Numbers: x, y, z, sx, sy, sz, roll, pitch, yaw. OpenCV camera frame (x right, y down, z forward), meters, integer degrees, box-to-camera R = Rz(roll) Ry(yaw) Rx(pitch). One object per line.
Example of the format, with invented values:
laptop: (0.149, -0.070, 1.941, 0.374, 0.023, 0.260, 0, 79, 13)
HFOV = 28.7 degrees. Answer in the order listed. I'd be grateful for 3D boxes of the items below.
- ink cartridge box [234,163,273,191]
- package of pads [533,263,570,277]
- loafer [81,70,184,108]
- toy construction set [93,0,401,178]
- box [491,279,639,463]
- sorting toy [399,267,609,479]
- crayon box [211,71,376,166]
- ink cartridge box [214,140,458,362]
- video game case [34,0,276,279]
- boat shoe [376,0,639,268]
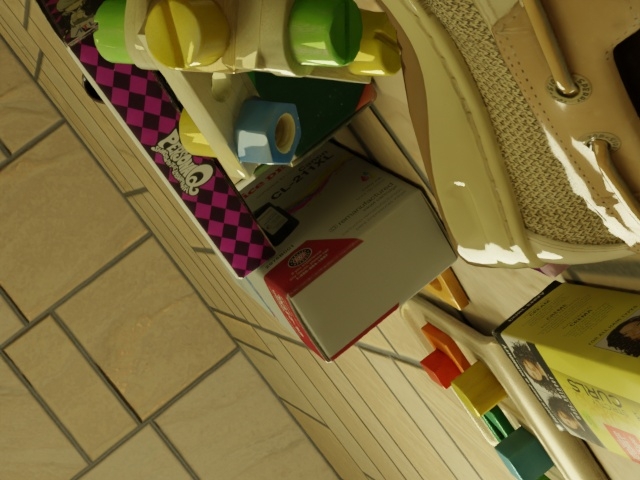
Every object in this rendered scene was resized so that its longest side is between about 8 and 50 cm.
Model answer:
ink cartridge box: (-0.055, -0.068, 1.173, 0.235, 0.056, 0.171, 51, 169, -6)
package of pads: (0.110, -0.022, 0.696, 0.083, 0.032, 0.050, 56, 171, -21)
loafer: (-0.157, -0.149, 1.160, 0.302, 0.095, 0.109, -160, 54, -72)
toy construction set: (-0.059, -0.152, 0.460, 0.151, 0.215, 0.328, 10, 176, 15)
box: (0.178, 0.077, 0.665, 0.087, 0.058, 0.232, 55, 168, -12)
sorting toy: (0.141, 0.138, 1.046, 0.347, 0.047, 0.196, 55, 169, -16)
crayon box: (-0.107, -0.210, 0.847, 0.318, 0.081, 0.202, 56, 168, -23)
ink cartridge box: (0.000, 0.000, 0.962, 0.072, 0.127, 0.175, 58, 167, -31)
video game case: (-0.131, -0.106, 0.906, 0.232, 0.042, 0.210, 57, 178, -40)
boat shoe: (0.071, -0.115, 0.400, 0.110, 0.121, 0.341, 3, 145, 25)
